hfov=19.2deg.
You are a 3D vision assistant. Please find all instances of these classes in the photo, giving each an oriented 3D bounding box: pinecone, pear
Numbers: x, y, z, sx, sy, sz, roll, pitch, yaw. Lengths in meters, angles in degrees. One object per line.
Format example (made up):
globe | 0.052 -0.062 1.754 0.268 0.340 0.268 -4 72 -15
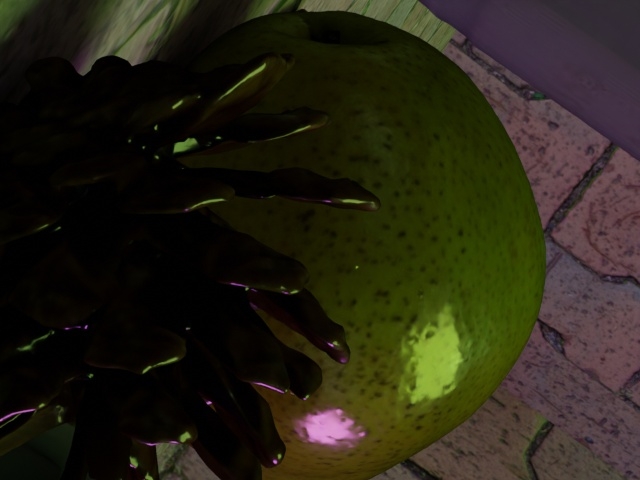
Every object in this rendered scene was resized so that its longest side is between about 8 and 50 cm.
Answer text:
pinecone | -0.082 0.024 0.830 0.229 0.201 0.202 -25 158 17
pear | 0.000 0.000 1.151 0.294 0.294 0.294 -54 177 -5

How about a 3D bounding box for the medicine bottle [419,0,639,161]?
medicine bottle | 0.111 -0.167 0.594 0.245 0.306 0.245 -55 176 -5

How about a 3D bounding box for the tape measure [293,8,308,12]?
tape measure | 0.005 -0.109 1.361 0.074 0.118 0.125 -57 172 22

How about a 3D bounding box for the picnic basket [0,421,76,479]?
picnic basket | -0.196 0.156 1.012 0.178 0.138 0.128 -47 174 -16

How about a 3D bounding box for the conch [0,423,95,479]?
conch | -0.180 0.147 0.878 0.221 0.185 0.121 -3 154 -48
